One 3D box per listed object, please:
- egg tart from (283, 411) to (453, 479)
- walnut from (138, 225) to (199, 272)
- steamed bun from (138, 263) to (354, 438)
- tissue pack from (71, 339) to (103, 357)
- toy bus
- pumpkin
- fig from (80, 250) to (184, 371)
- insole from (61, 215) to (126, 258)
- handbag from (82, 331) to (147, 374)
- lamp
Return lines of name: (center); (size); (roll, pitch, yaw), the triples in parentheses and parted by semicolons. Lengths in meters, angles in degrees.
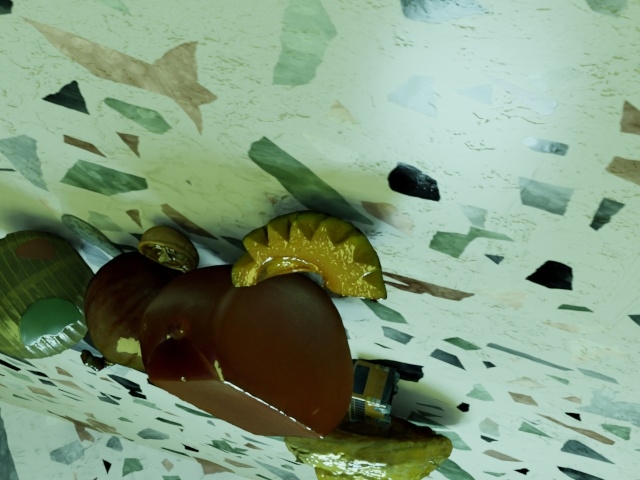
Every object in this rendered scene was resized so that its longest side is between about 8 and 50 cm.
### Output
egg tart: (0.119, 0.465, 2.200); (0.339, 0.153, 0.351); (7, -175, 40)
walnut: (-0.250, 0.008, 1.702); (0.091, 0.052, 0.121); (0, 155, 33)
steamed bun: (-0.108, 0.168, 1.704); (0.235, 0.248, 0.379); (-5, 150, 38)
tissue pack: (-0.562, 0.242, 2.474); (0.112, 0.051, 0.156); (20, 157, -9)
toy bus: (0.104, 0.319, 2.087); (0.103, 0.091, 0.182); (13, 156, 9)
pumpkin: (0.000, 0.000, 1.473); (0.253, 0.149, 0.131); (3, 113, 29)
fig: (-0.316, 0.134, 1.814); (0.234, 0.235, 0.214); (20, 126, -4)
insole: (-0.405, 0.003, 1.868); (0.065, 0.006, 0.193); (-1, 151, 38)
handbag: (-0.400, 0.228, 2.261); (0.253, 0.093, 0.308); (-1, 150, 38)
lamp: (-0.558, 0.118, 1.898); (0.250, 0.284, 0.250); (49, 175, 5)
